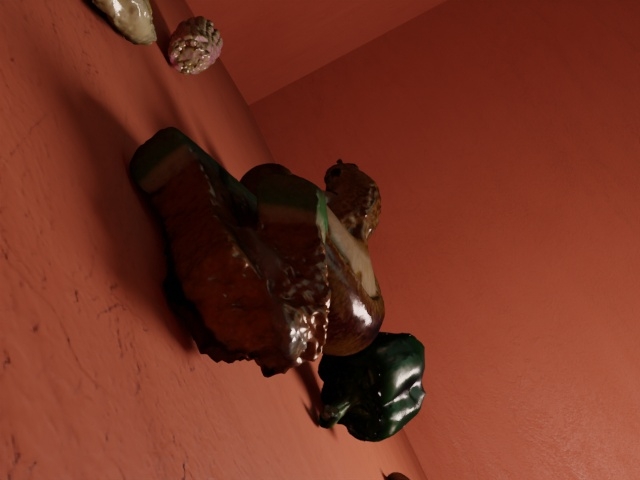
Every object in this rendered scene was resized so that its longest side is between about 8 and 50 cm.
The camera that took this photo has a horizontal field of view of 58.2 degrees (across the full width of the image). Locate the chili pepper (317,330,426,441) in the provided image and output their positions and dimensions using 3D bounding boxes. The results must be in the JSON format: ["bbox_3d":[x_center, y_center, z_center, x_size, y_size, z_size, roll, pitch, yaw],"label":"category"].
[{"bbox_3d":[0.070,0.245,0.971,0.165,0.261,0.174,31,-59,41],"label":"chili pepper"}]

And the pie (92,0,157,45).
[{"bbox_3d":[-0.332,-0.435,0.818,0.339,0.077,0.339,63,2,-5],"label":"pie"}]

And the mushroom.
[{"bbox_3d":[0.000,0.000,0.935,0.345,0.259,0.345,53,6,-8],"label":"mushroom"}]

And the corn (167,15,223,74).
[{"bbox_3d":[-0.303,-0.462,1.364,0.127,0.126,0.335,62,6,-22],"label":"corn"}]

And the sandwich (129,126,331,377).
[{"bbox_3d":[-0.060,0.003,0.596,0.250,0.162,0.301,43,13,-39],"label":"sandwich"}]

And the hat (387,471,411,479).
[{"bbox_3d":[0.211,0.612,1.271,0.173,0.144,0.166,14,-21,26],"label":"hat"}]
